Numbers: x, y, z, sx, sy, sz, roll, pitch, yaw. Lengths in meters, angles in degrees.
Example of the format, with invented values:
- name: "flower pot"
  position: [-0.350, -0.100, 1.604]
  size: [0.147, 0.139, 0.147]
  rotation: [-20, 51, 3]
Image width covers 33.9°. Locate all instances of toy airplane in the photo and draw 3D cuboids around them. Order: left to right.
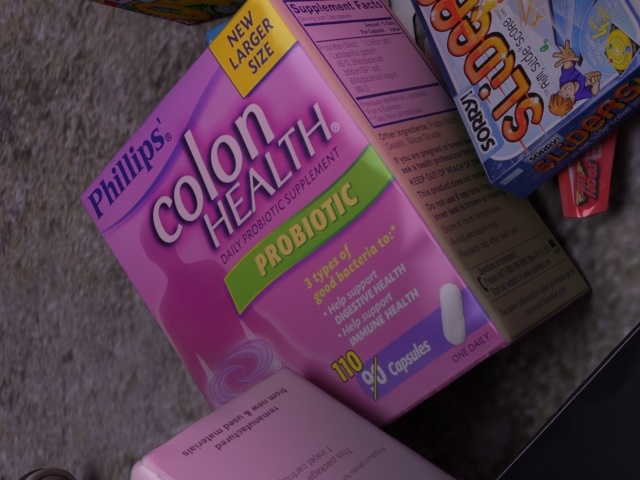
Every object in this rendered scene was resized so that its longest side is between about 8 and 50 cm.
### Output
- name: "toy airplane"
  position: [0.174, -0.089, 0.601]
  size: [0.151, 0.028, 0.151]
  rotation: [-18, 65, 43]

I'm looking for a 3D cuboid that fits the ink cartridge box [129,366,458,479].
- name: "ink cartridge box"
  position: [0.041, 0.247, 0.545]
  size: [0.307, 0.129, 0.223]
  rotation: [30, 124, 26]

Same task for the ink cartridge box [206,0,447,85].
- name: "ink cartridge box"
  position: [-0.001, -0.129, 0.762]
  size: [0.181, 0.061, 0.104]
  rotation: [-17, 75, 43]

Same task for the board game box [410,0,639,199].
- name: "board game box"
  position: [0.127, -0.144, 0.623]
  size: [0.136, 0.035, 0.201]
  rotation: [-41, 49, 30]

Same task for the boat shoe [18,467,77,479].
- name: "boat shoe"
  position: [-0.272, 0.375, 0.957]
  size: [0.095, 0.112, 0.335]
  rotation: [-5, 86, 41]

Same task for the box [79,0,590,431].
- name: "box"
  position: [0.000, 0.000, 0.659]
  size: [0.213, 0.117, 0.243]
  rotation: [-41, 77, 36]

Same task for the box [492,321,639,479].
- name: "box"
  position: [0.213, 0.062, 0.434]
  size: [0.103, 0.184, 0.261]
  rotation: [53, 122, 31]

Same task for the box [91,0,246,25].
- name: "box"
  position: [-0.121, -0.286, 0.738]
  size: [0.279, 0.290, 0.177]
  rotation: [-1, 86, 47]
